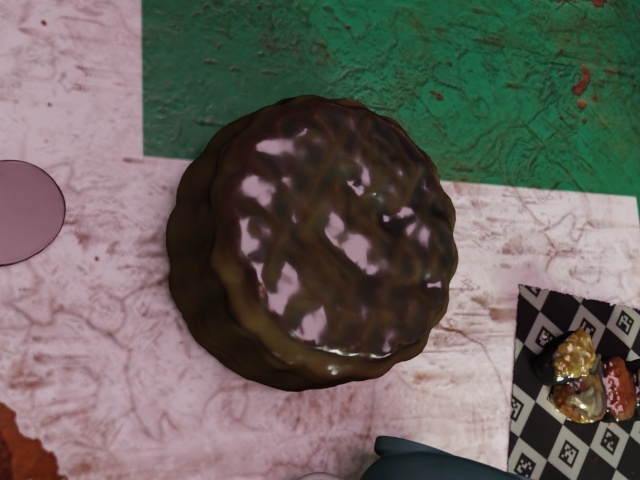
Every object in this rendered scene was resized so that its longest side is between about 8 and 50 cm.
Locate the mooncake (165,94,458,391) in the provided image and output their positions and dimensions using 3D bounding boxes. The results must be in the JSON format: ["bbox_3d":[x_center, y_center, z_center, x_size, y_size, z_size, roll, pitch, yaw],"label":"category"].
[{"bbox_3d":[0.000,0.000,0.776,0.290,0.161,0.290,6,76,-27],"label":"mooncake"}]

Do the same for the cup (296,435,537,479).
[{"bbox_3d":[0.078,0.326,0.729,0.289,0.219,0.258,15,68,11],"label":"cup"}]

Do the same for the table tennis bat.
[{"bbox_3d":[-0.307,-0.015,0.711,0.158,0.014,0.095,-32,95,-30],"label":"table tennis bat"}]

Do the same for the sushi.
[{"bbox_3d":[0.368,0.196,0.977,0.290,0.050,0.264,15,73,-23],"label":"sushi"}]
